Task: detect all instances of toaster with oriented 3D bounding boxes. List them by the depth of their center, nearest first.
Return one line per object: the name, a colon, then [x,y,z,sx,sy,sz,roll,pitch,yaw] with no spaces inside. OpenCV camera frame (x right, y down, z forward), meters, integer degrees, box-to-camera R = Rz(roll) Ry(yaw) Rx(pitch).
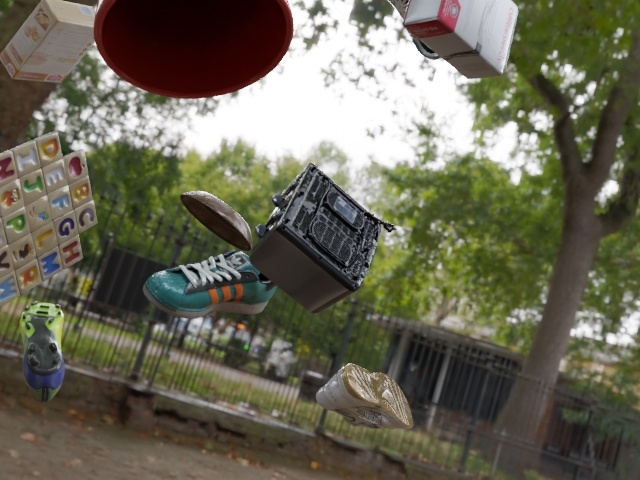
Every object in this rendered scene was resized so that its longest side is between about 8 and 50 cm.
toaster: [0.000,0.000,1.263,0.186,0.168,0.110,40,-47,-15]

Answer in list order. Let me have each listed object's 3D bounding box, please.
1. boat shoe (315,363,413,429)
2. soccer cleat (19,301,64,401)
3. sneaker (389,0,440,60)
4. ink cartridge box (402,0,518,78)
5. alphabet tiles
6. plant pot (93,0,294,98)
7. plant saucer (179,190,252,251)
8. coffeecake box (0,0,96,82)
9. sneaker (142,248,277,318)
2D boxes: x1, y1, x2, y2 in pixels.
boat shoe: [0.081,0.300,1.534,0.096,0.098,0.277,-30,-37,18]
soccer cleat: [-0.610,0.236,1.812,0.093,0.121,0.289,2,27,-20]
sneaker: [0.217,-0.515,1.871,0.237,0.085,0.086,55,6,-17]
ink cartridge box: [0.188,-0.296,1.094,0.063,0.109,0.150,1,-20,46]
alphabet tiles: [-0.566,-0.042,1.601,0.011,0.285,0.342,12,31,28]
plant pot: [-0.191,-0.383,1.203,0.275,0.243,0.275,-8,-27,-4]
plant saucer: [-0.223,-0.050,1.835,0.199,0.036,0.198,33,-15,10]
coffeecake box: [-0.582,-0.431,1.805,0.068,0.185,0.142,56,27,12]
sneaker: [-0.194,0.069,1.559,0.302,0.121,0.108,2,37,-51]
